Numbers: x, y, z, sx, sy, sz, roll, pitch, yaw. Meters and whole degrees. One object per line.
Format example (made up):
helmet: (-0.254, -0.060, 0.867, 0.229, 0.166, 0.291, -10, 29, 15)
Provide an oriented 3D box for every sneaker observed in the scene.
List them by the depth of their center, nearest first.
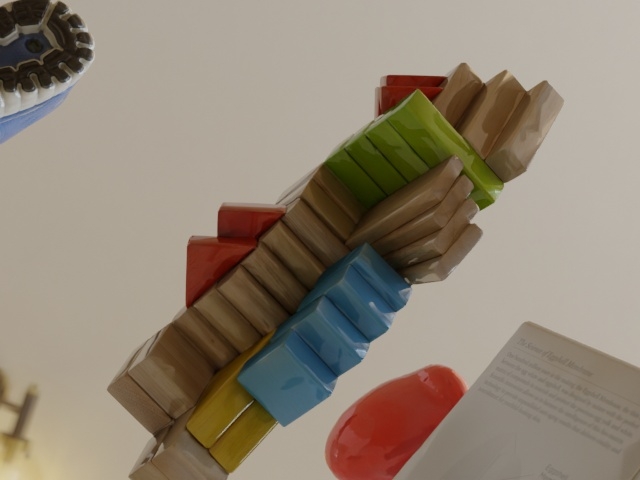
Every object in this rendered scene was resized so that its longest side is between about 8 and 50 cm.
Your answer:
sneaker: (-0.375, -0.117, 1.496, 0.330, 0.130, 0.147, -21, 163, -22)

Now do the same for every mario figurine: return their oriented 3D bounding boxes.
mario figurine: (0.137, 0.220, 1.273, 0.320, 0.170, 0.198, 20, 144, -28)

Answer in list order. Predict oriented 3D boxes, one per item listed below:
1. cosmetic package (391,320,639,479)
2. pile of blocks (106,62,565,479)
cosmetic package: (0.158, 0.196, 1.026, 0.138, 0.225, 0.224, 43, 173, -22)
pile of blocks: (0.000, 0.000, 0.946, 0.112, 0.362, 0.149, 46, 159, -11)
